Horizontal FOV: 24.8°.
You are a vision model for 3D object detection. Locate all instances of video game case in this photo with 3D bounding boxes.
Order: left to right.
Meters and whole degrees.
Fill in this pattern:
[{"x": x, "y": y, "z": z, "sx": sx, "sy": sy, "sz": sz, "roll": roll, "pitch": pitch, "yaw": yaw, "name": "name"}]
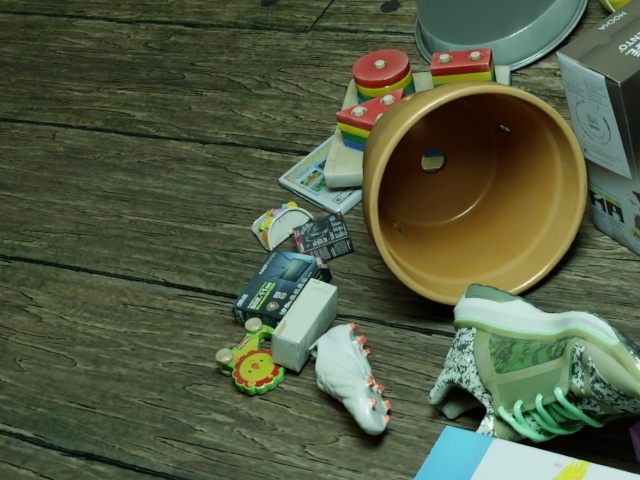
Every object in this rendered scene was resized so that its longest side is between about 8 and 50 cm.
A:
[{"x": 0.038, "y": -0.109, "z": 2.195, "sx": 0.157, "sy": 0.019, "sz": 0.143, "roll": -40, "pitch": 42, "yaw": -20, "name": "video game case"}]

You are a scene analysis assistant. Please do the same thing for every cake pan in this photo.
[{"x": 0.280, "y": -0.388, "z": 2.332, "sx": 0.293, "sy": 0.054, "sz": 0.293, "roll": -15, "pitch": 48, "yaw": 18, "name": "cake pan"}]

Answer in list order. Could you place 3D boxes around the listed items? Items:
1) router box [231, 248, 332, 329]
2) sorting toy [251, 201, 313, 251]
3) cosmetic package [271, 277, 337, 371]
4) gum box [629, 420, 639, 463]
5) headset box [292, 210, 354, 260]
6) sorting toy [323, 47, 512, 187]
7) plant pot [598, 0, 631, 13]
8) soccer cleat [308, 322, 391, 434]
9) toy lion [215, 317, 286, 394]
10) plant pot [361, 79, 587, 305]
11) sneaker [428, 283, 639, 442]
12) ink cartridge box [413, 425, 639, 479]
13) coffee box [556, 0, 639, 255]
[{"x": -0.053, "y": 0.070, "z": 2.014, "sx": 0.092, "sy": 0.038, "sz": 0.122, "roll": 9, "pitch": 48, "yaw": 33, "name": "router box"}, {"x": -0.067, "y": -0.028, "z": 2.141, "sx": 0.083, "sy": 0.045, "sz": 0.075, "roll": -39, "pitch": 23, "yaw": -20, "name": "sorting toy"}, {"x": -0.021, "y": 0.111, "z": 1.925, "sx": 0.041, "sy": 0.060, "sz": 0.115, "roll": 19, "pitch": 45, "yaw": 19, "name": "cosmetic package"}, {"x": 0.452, "y": 0.205, "z": 1.613, "sx": 0.188, "sy": 0.062, "sz": 0.107, "roll": -32, "pitch": 40, "yaw": -12, "name": "gum box"}, {"x": 0.000, "y": 0.000, "z": 2.076, "sx": 0.083, "sy": 0.032, "sz": 0.062, "roll": -21, "pitch": 39, "yaw": 2, "name": "headset box"}, {"x": 0.142, "y": -0.198, "z": 2.168, "sx": 0.256, "sy": 0.089, "sz": 0.257, "roll": -3, "pitch": 39, "yaw": 16, "name": "sorting toy"}, {"x": 0.475, "y": -0.404, "z": 2.264, "sx": 0.134, "sy": 0.134, "sz": 0.095, "roll": -31, "pitch": 14, "yaw": -11, "name": "plant pot"}, {"x": 0.036, "y": 0.183, "z": 1.833, "sx": 0.076, "sy": 0.068, "sz": 0.196, "roll": -31, "pitch": 36, "yaw": 9, "name": "soccer cleat"}, {"x": -0.082, "y": 0.159, "z": 1.937, "sx": 0.096, "sy": 0.034, "sz": 0.100, "roll": 23, "pitch": 56, "yaw": 32, "name": "toy lion"}, {"x": 0.178, "y": -0.081, "z": 1.922, "sx": 0.291, "sy": 0.291, "sz": 0.203, "roll": -26, "pitch": 22, "yaw": -5, "name": "plant pot"}, {"x": 0.259, "y": 0.179, "z": 1.652, "sx": 0.182, "sy": 0.158, "sz": 0.410, "roll": -58, "pitch": 24, "yaw": -9, "name": "sneaker"}, {"x": 0.222, "y": 0.344, "z": 1.453, "sx": 0.270, "sy": 0.198, "sz": 0.197, "roll": 10, "pitch": 48, "yaw": 33, "name": "ink cartridge box"}, {"x": 0.420, "y": -0.145, "z": 1.842, "sx": 0.168, "sy": 0.297, "sz": 0.119, "roll": -35, "pitch": 41, "yaw": -15, "name": "coffee box"}]
